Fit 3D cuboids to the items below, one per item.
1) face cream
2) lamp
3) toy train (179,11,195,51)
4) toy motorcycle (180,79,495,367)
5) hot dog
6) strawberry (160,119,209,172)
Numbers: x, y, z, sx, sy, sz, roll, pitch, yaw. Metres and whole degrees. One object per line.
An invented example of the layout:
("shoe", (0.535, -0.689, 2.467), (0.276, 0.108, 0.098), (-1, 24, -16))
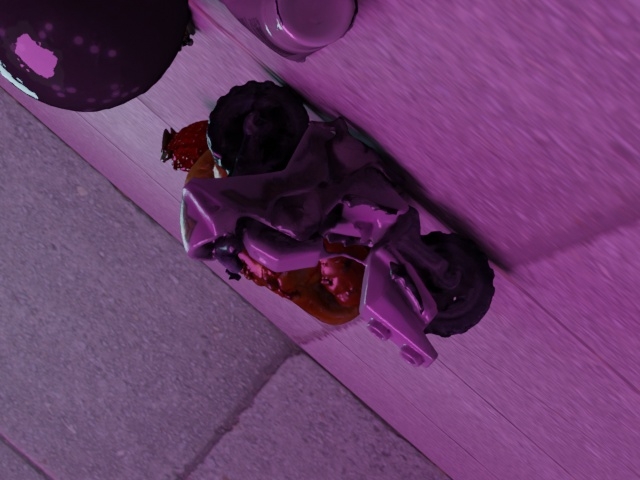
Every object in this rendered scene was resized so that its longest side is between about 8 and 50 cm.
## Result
("face cream", (-0.026, -0.168, 0.933), (0.092, 0.058, 0.243), (37, 177, -13))
("lamp", (-0.262, -0.238, 1.056), (0.313, 0.182, 0.182), (32, 172, -9))
("toy train", (-0.152, -0.219, 1.237), (0.053, 0.033, 0.083), (34, 169, 19))
("toy motorcycle", (0.000, 0.000, 1.160), (0.327, 0.188, 0.143), (40, 164, 5))
("hot dog", (-0.032, -0.017, 1.359), (0.256, 0.150, 0.153), (42, 179, -2))
("strawberry", (-0.106, -0.091, 1.496), (0.187, 0.082, 0.146), (26, -168, 1))
